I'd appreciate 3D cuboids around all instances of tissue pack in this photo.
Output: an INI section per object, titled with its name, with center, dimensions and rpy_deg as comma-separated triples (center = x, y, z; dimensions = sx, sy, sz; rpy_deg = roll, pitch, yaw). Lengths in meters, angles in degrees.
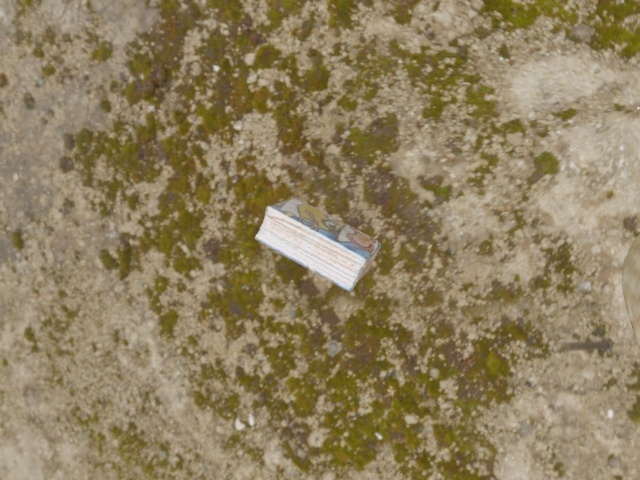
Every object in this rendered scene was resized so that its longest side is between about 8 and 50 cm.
[tissue pack]
center = 0.000, 0.000, 0.795
dimensions = 0.155, 0.115, 0.065
rpy_deg = 27, 107, 10

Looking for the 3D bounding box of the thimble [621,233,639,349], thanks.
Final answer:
[thimble]
center = 0.335, 0.045, 0.384
dimensions = 0.196, 0.229, 0.148
rpy_deg = 16, 143, 1
